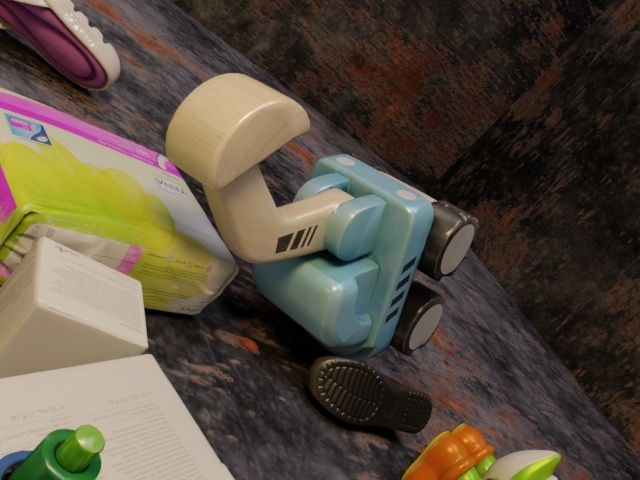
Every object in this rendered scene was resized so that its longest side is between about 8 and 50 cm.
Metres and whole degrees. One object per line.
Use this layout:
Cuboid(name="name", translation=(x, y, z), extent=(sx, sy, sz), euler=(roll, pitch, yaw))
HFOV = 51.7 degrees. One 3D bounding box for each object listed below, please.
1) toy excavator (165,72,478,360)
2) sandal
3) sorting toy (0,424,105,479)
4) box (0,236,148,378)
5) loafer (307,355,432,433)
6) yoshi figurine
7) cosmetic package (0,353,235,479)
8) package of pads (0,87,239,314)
Cuboid(name="toy excavator", translation=(0.000, 0.000, 0.844), extent=(0.222, 0.432, 0.445), euler=(33, 35, 30))
Cuboid(name="sandal", translation=(-0.486, -0.359, 0.974), extent=(0.416, 0.169, 0.102), euler=(36, 58, -25))
Cuboid(name="sorting toy", translation=(-0.116, 0.179, 0.157), extent=(0.127, 0.126, 0.365), euler=(37, 20, -20))
Cuboid(name="box", translation=(-0.215, 0.074, 0.549), extent=(0.102, 0.101, 0.087), euler=(32, 20, -34))
Cuboid(name="loafer", translation=(0.059, 0.216, 0.919), extent=(0.220, 0.080, 0.078), euler=(31, -12, -33))
Cuboid(name="yoshi figurine", translation=(0.266, 0.410, 0.820), extent=(0.362, 0.204, 0.203), euler=(37, -30, 29))
Cuboid(name="cosmetic package", translation=(-0.162, 0.214, 0.333), extent=(0.284, 0.097, 0.377), euler=(48, 18, 20))
Cuboid(name="package of pads", translation=(-0.250, -0.035, 0.741), extent=(0.297, 0.101, 0.229), euler=(19, 28, -53))
